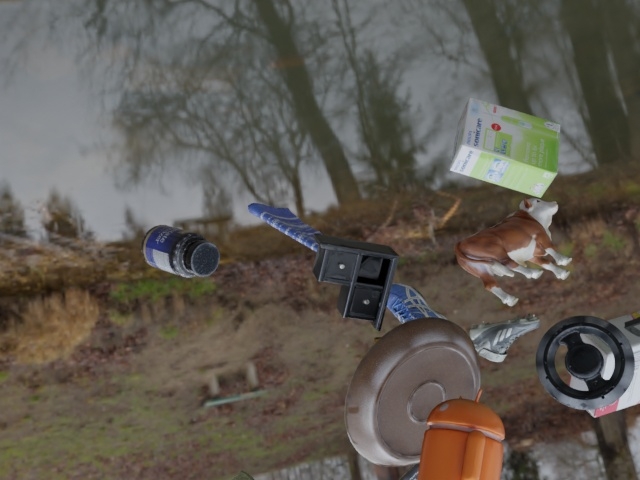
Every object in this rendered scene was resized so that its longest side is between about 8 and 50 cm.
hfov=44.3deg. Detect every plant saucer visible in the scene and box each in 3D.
[{"bbox_3d":[0.191,0.298,1.492,0.311,0.310,0.050,-4,-164,-27],"label":"plant saucer"}]

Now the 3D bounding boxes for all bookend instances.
[{"bbox_3d":[0.051,0.079,1.506,0.157,0.156,0.072,10,-167,-14],"label":"bookend"}]

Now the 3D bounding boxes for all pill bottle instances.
[{"bbox_3d":[-0.373,0.032,2.107,0.219,0.122,0.123,12,-174,44],"label":"pill bottle"}]

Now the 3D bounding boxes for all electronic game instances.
[{"bbox_3d":[0.640,0.295,1.909,0.229,0.229,0.048,-16,158,20],"label":"electronic game"}]

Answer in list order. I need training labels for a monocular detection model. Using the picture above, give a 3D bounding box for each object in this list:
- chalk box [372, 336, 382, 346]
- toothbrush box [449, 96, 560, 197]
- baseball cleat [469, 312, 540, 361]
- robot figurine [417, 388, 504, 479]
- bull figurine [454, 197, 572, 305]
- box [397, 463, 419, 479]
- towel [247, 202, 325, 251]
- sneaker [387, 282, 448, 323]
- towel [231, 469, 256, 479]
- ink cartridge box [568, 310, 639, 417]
[{"bbox_3d":[0.215,0.306,1.694,0.213,0.132,0.132,30,157,-26],"label":"chalk box"},{"bbox_3d":[0.539,-0.272,2.292,0.283,0.206,0.122,16,144,1],"label":"toothbrush box"},{"bbox_3d":[0.473,0.248,1.985,0.072,0.109,0.206,-8,174,-41],"label":"baseball cleat"},{"bbox_3d":[0.218,0.344,1.227,0.128,0.219,0.158,-2,155,34],"label":"robot figurine"},{"bbox_3d":[0.420,0.014,1.655,0.310,0.188,0.101,-23,143,-32],"label":"bull figurine"},{"bbox_3d":[0.329,0.723,2.038,0.097,0.318,0.395,-35,164,-46],"label":"box"},{"bbox_3d":[0.000,0.000,1.909,0.336,0.040,0.243,30,-174,17],"label":"towel"},{"bbox_3d":[0.226,0.174,1.902,0.080,0.211,0.081,-62,162,19],"label":"sneaker"},{"bbox_3d":[-0.131,0.454,1.324,0.027,0.110,0.148,47,160,-30],"label":"towel"},{"bbox_3d":[0.839,0.320,2.114,0.306,0.226,0.131,-12,-149,-20],"label":"ink cartridge box"}]
